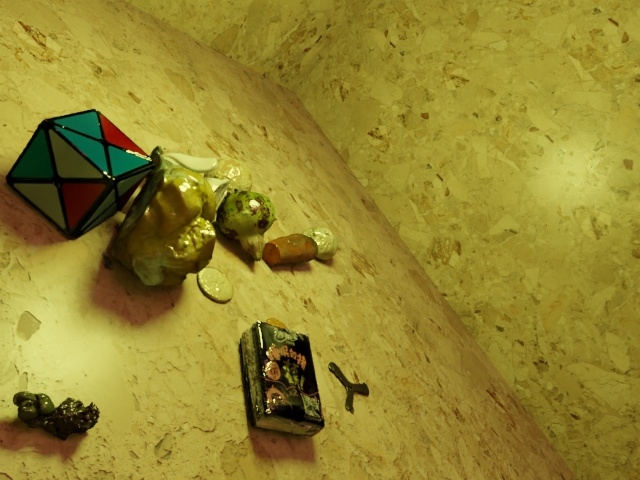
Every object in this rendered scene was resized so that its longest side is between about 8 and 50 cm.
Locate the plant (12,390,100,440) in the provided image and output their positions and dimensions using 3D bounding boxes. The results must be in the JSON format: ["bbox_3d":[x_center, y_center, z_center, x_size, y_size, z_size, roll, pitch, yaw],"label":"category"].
[{"bbox_3d":[-0.532,0.351,0.977,0.174,0.087,0.085,34,-4,-37],"label":"plant"}]

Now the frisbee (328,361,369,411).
[{"bbox_3d":[0.103,0.552,1.780,0.211,0.012,0.187,40,25,-14],"label":"frisbee"}]

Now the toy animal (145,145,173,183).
[{"bbox_3d":[-0.532,-0.234,1.574,0.236,0.108,0.138,80,1,-63],"label":"toy animal"}]

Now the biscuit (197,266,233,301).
[{"bbox_3d":[-0.357,0.149,1.653,0.152,0.020,0.152,36,26,-21],"label":"biscuit"}]

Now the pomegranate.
[{"bbox_3d":[-0.289,-0.061,1.879,0.204,0.222,0.276,43,36,-52],"label":"pomegranate"}]

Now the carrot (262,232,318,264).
[{"bbox_3d":[-0.123,0.036,2.087,0.138,0.139,0.302,53,25,15],"label":"carrot"}]

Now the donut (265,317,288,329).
[{"bbox_3d":[-0.158,0.321,1.678,0.108,0.043,0.097,40,27,-14],"label":"donut"}]

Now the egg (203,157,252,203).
[{"bbox_3d":[-0.385,-0.247,2.022,0.203,0.203,0.245,47,18,1],"label":"egg"}]

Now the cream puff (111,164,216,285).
[{"bbox_3d":[-0.434,-0.031,1.456,0.276,0.378,0.378,32,27,-29],"label":"cream puff"}]

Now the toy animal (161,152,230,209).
[{"bbox_3d":[-0.488,-0.189,1.767,0.290,0.248,0.174,7,-9,-2],"label":"toy animal"}]

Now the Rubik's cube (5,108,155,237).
[{"bbox_3d":[-0.680,-0.198,1.394,0.246,0.250,0.248,43,21,-7],"label":"Rubik's cube"}]

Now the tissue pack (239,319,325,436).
[{"bbox_3d":[-0.116,0.425,1.488,0.245,0.123,0.332,26,33,-36],"label":"tissue pack"}]

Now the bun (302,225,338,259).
[{"bbox_3d":[0.000,0.000,2.353,0.193,0.128,0.178,19,36,-43],"label":"bun"}]
